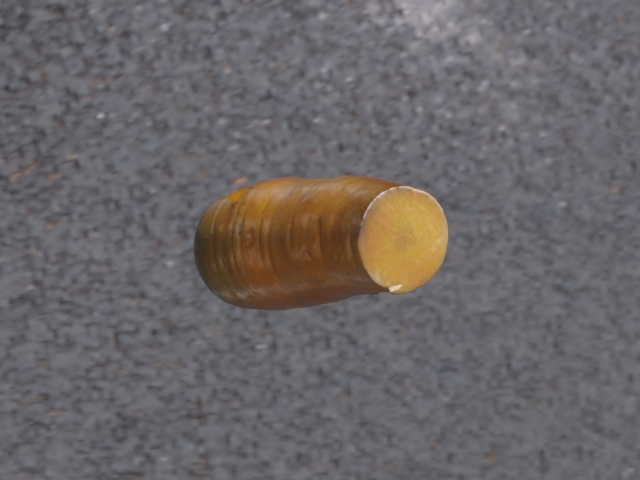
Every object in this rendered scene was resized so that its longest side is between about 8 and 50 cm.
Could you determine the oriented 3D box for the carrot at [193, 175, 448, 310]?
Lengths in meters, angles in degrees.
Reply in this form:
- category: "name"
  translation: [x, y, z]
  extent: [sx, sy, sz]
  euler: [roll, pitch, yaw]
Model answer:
- category: "carrot"
  translation: [0.000, 0.000, 1.041]
  extent: [0.087, 0.193, 0.087]
  euler: [4, 84, -39]
